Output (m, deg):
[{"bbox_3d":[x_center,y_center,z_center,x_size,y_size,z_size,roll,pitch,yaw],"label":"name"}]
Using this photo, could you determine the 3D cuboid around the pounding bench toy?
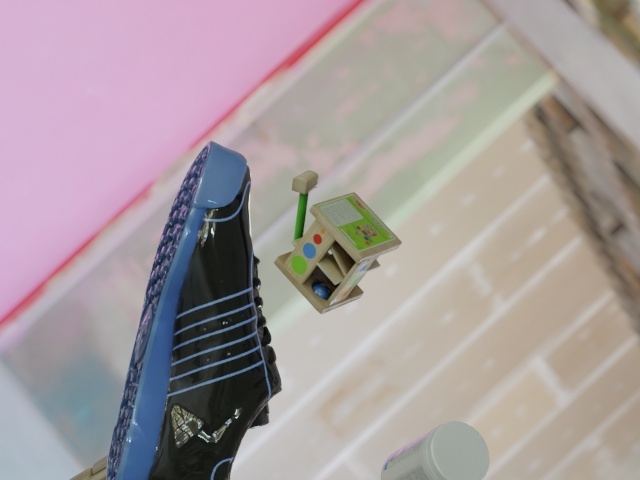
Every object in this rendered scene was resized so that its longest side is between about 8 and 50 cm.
[{"bbox_3d":[0.000,0.000,1.391,0.083,0.065,0.052,47,34,16],"label":"pounding bench toy"}]

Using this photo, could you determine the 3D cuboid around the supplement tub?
[{"bbox_3d":[0.114,0.228,1.987,0.071,0.071,0.107,47,-36,-3],"label":"supplement tub"}]

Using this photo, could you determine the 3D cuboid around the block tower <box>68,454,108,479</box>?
[{"bbox_3d":[-0.189,0.319,1.667,0.097,0.091,0.335,51,16,-22],"label":"block tower"}]

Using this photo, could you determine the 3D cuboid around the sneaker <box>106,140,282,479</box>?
[{"bbox_3d":[-0.065,0.059,1.233,0.090,0.232,0.081,14,-1,-14],"label":"sneaker"}]
